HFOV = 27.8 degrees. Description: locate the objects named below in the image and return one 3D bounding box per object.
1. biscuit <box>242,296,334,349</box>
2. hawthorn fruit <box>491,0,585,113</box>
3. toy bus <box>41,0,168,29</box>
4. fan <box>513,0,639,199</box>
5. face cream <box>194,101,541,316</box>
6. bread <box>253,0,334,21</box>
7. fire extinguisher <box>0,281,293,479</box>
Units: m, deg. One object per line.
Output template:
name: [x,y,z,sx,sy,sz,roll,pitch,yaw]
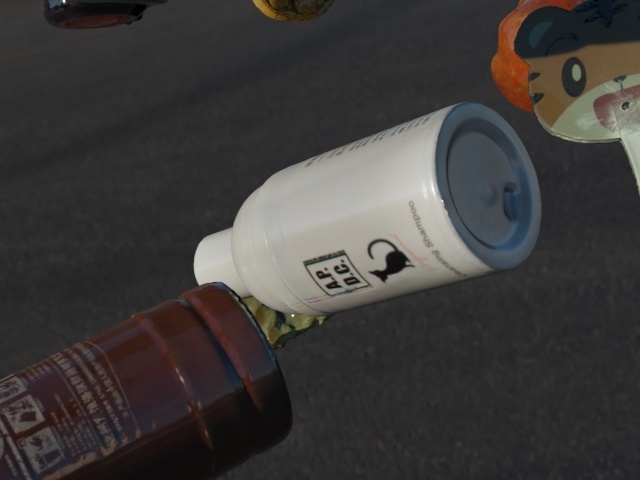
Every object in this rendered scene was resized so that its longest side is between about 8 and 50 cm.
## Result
biscuit: [0.000,0.000,1.559,0.273,0.187,0.036,-34,-20,-1]
hawthorn fruit: [0.304,-0.225,1.571,0.189,0.189,0.189,-10,23,4]
toy bus: [-0.090,-0.240,0.763,0.232,0.194,0.287,-5,0,4]
fan: [0.231,-0.100,0.980,0.152,0.008,0.227,-17,62,22]
face cream: [0.009,-0.003,1.165,0.369,0.145,0.145,-19,13,42]
bread: [-0.025,-0.243,1.126,0.110,0.110,0.024,-26,18,-31]
fire extinguisher: [-0.192,0.127,0.681,0.344,0.102,0.138,-25,41,-20]
